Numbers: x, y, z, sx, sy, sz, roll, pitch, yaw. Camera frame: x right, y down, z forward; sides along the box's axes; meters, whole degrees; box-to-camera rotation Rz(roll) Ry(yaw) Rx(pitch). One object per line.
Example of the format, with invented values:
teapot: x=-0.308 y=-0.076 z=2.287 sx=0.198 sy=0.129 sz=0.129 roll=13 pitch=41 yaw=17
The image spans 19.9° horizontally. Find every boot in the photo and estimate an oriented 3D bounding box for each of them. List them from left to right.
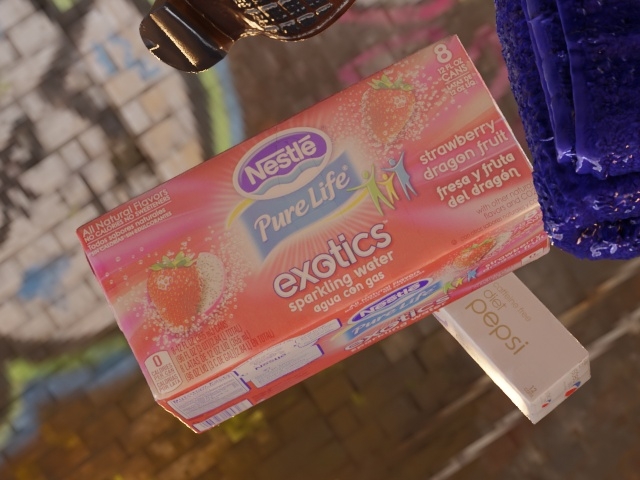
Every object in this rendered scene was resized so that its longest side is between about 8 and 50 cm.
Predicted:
boot: x=-0.033 y=-0.190 z=1.227 sx=0.219 sy=0.082 sz=0.106 roll=-12 pitch=-138 yaw=49

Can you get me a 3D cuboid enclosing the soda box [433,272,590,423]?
soda box: x=0.151 y=0.062 z=1.681 sx=0.074 sy=0.216 sz=0.069 roll=-39 pitch=157 yaw=-7

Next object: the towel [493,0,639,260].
towel: x=0.182 y=-0.146 z=0.849 sx=0.227 sy=0.076 sz=0.308 roll=-18 pitch=-131 yaw=11

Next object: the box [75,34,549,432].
box: x=0.000 y=0.000 z=1.294 sx=0.300 sy=0.142 sz=0.154 roll=-28 pitch=165 yaw=0
